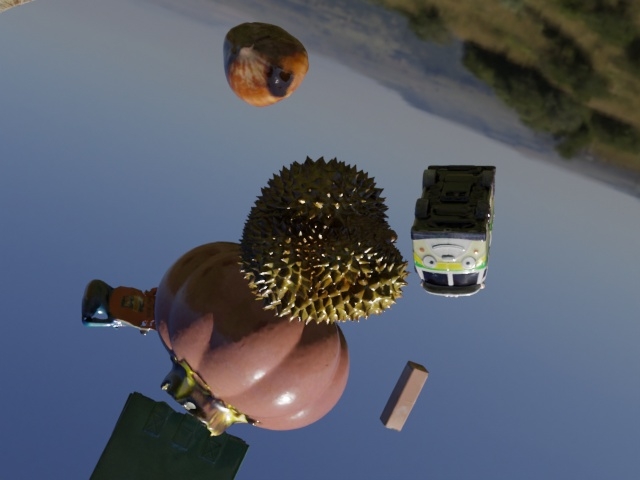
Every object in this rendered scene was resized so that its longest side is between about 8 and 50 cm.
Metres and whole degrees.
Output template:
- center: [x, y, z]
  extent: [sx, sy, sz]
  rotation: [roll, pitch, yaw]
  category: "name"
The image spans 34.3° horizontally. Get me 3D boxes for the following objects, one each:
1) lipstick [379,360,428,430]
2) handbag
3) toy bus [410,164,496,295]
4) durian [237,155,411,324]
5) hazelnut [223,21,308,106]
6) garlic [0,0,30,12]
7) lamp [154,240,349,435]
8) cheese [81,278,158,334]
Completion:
- center: [0.180, 0.334, 2.224]
  extent: [0.045, 0.145, 0.045]
  rotation: [21, -169, -21]
  category: "lipstick"
- center: [-0.311, 0.473, 2.068]
  extent: [0.269, 0.274, 0.100]
  rotation: [22, 164, -2]
  category: "handbag"
- center: [0.260, -0.019, 2.004]
  extent: [0.143, 0.179, 0.305]
  rotation: [2, -153, 12]
  category: "toy bus"
- center: [0.000, 0.000, 0.970]
  extent: [0.168, 0.158, 0.137]
  rotation: [-6, 159, 20]
  category: "durian"
- center: [-0.121, -0.356, 2.117]
  extent: [0.182, 0.182, 0.182]
  rotation: [19, -171, -3]
  category: "hazelnut"
- center: [-0.472, -0.398, 1.550]
  extent: [0.159, 0.102, 0.147]
  rotation: [-9, -163, 32]
  category: "garlic"
- center: [-0.108, 0.148, 1.436]
  extent: [0.305, 0.239, 0.305]
  rotation: [38, 167, 11]
  category: "lamp"
- center: [-0.240, 0.121, 1.774]
  extent: [0.329, 0.129, 0.217]
  rotation: [5, -149, -7]
  category: "cheese"
